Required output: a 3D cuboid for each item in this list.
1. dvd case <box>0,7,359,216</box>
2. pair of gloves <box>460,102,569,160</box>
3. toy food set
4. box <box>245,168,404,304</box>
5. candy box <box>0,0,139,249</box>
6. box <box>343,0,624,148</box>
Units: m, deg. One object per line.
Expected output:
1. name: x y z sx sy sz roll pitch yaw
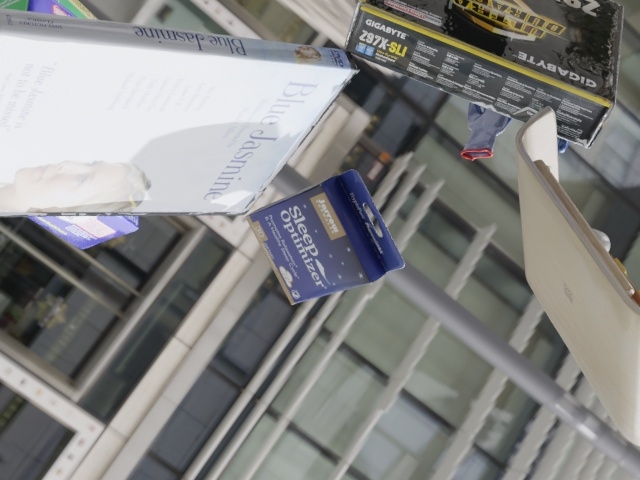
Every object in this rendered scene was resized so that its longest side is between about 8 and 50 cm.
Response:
1. dvd case: -0.120 -0.073 0.653 0.180 0.253 0.022 -49 -126 43
2. pair of gloves: 0.295 -0.178 1.382 0.198 0.023 0.159 3 -122 36
3. toy food set: 0.294 0.036 0.990 0.092 0.219 0.306 -21 -132 -3
4. box: 0.000 0.000 1.220 0.036 0.136 0.225 -31 -174 -36
5. candy box: -0.380 -0.189 1.418 0.122 0.268 0.317 -17 -121 22
6. box: 0.216 -0.270 1.228 0.257 0.322 0.079 -66 178 -48
